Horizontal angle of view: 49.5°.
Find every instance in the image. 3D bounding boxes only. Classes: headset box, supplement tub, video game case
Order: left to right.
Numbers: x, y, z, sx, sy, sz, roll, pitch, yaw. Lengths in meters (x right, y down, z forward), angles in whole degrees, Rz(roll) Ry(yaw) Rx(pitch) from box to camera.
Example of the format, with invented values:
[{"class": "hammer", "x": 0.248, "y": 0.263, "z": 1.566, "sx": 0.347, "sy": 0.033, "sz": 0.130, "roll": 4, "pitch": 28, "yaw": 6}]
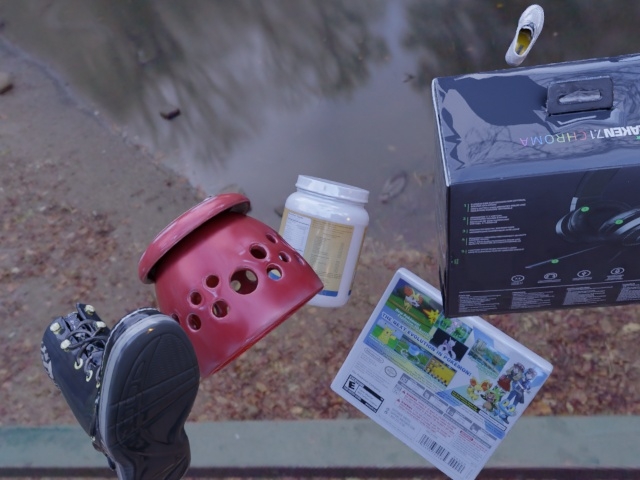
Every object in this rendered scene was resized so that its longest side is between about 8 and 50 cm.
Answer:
[{"class": "supplement tub", "x": 0.000, "y": 0.000, "z": 1.171, "sx": 0.144, "sy": 0.144, "sz": 0.199, "roll": 18, "pitch": 98, "yaw": 34}, {"class": "video game case", "x": 0.217, "y": 0.261, "z": 1.324, "sx": 0.329, "sy": 0.299, "sz": 0.036, "roll": 34, "pitch": 22, "yaw": 17}, {"class": "headset box", "x": 0.239, "y": -0.046, "z": 0.694, "sx": 0.247, "sy": 0.283, "sz": 0.131, "roll": -6, "pitch": 57, "yaw": 7}]

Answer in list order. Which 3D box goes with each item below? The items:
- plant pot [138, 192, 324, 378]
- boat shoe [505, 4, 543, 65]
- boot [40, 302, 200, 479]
[{"class": "plant pot", "x": -0.121, "y": 0.052, "z": 0.871, "sx": 0.191, "sy": 0.191, "sz": 0.174, "roll": -38, "pitch": 84, "yaw": -18}, {"class": "boat shoe", "x": 0.297, "y": -0.299, "z": 0.997, "sx": 0.035, "sy": 0.035, "sz": 0.100, "roll": 29, "pitch": 79, "yaw": 1}, {"class": "boot", "x": -0.190, "y": 0.110, "z": 0.612, "sx": 0.085, "sy": 0.236, "sz": 0.179, "roll": -27, "pitch": 53, "yaw": -33}]
